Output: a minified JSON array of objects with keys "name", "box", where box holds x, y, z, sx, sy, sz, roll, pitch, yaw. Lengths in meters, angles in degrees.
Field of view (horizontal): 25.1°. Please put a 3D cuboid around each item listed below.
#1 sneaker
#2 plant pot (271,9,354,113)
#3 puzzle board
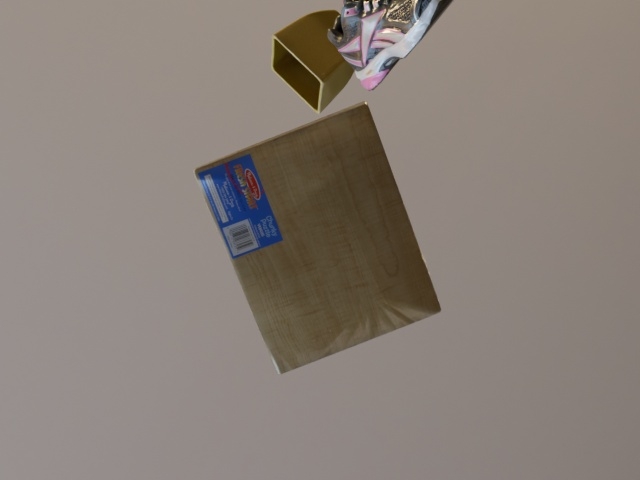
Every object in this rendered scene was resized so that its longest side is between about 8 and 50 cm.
[{"name":"sneaker","box":[0.056,-0.198,1.263,0.077,0.178,0.072,40,-125,-5]},{"name":"plant pot","box":[0.002,-0.208,1.603,0.083,0.081,0.081,-41,-14,-17]},{"name":"puzzle board","box":[0.000,0.000,0.761,0.096,0.011,0.128,-21,-67,1]}]
